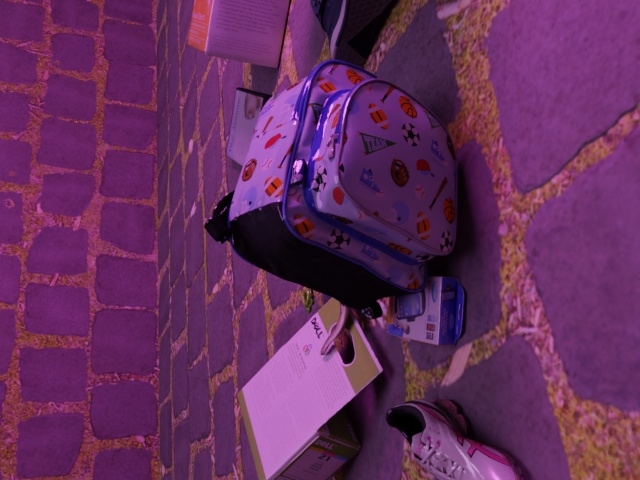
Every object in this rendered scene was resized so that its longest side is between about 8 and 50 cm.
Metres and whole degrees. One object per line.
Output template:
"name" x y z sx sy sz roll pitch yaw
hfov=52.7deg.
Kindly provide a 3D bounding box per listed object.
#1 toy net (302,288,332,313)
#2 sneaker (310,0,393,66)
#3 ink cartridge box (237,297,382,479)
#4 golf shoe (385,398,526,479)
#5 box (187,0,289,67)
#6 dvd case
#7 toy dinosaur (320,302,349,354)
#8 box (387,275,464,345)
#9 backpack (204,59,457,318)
"toy net" 0.000 0.000 1.088 0.122 0.045 0.232 130 140 -56
"sneaker" 0.052 -0.400 0.984 0.226 0.086 0.163 122 142 -48
"ink cartridge box" 0.002 0.234 0.986 0.255 0.097 0.188 -47 36 14
"golf shoe" 0.136 0.231 0.675 0.186 0.086 0.067 -144 63 -62
"box" -0.169 -0.578 1.423 0.215 0.168 0.345 -135 54 -61
"dvd case" -0.178 -0.273 1.571 0.253 0.022 0.180 -143 60 -63
"toy dinosaur" 0.037 0.027 0.949 0.118 0.064 0.268 119 159 -67
"box" 0.127 0.083 0.795 0.136 0.028 0.081 175 99 -68
"backpack" 0.032 -0.079 0.767 0.213 0.277 0.263 -24 51 36
